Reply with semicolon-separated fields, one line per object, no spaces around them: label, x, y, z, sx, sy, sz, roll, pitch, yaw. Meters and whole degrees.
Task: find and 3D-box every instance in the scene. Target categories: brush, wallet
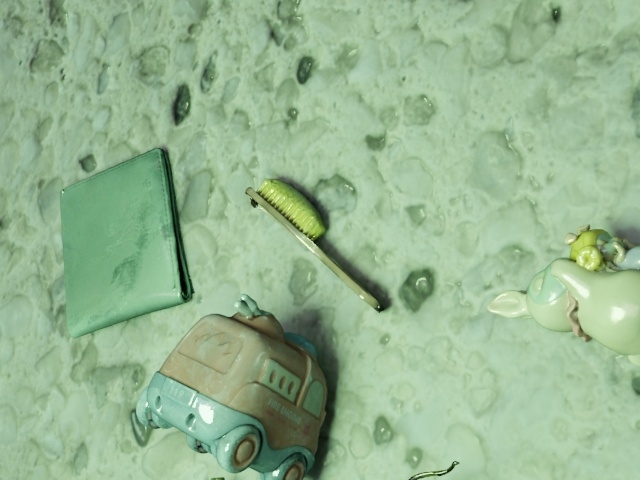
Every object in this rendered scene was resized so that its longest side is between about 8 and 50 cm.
brush;0.000;-0.002;1.766;0.067;0.072;0.313;-49;61;2
wallet;-0.349;0.007;1.998;0.251;0.054;0.290;-18;69;26

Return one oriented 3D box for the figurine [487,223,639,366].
figurine;0.341;0.062;1.497;0.236;0.127;0.155;15;110;37

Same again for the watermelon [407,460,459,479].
watermelon;0.160;0.439;1.555;0.204;0.127;0.232;-28;70;27

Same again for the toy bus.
toy bus;-0.106;0.224;1.687;0.197;0.294;0.231;19;76;38

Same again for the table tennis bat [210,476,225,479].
table tennis bat;-0.150;0.490;1.753;0.022;0.138;0.246;-7;75;4
